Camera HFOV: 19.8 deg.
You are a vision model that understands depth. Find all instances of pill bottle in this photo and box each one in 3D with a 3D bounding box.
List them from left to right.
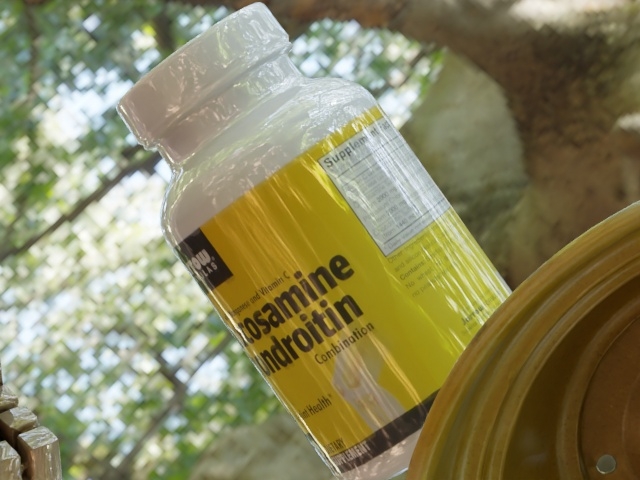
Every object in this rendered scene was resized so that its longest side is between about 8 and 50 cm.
[{"bbox_3d":[0.000,0.000,0.740,0.184,0.103,0.103,54,-39,0],"label":"pill bottle"}]

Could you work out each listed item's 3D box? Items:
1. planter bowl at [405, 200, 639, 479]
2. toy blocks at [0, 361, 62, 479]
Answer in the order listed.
[{"bbox_3d":[0.127,0.069,0.512,0.217,0.090,0.217,0,-72,0],"label":"planter bowl"},{"bbox_3d":[-0.245,0.108,0.673,0.191,0.381,0.260,35,-45,46],"label":"toy blocks"}]
